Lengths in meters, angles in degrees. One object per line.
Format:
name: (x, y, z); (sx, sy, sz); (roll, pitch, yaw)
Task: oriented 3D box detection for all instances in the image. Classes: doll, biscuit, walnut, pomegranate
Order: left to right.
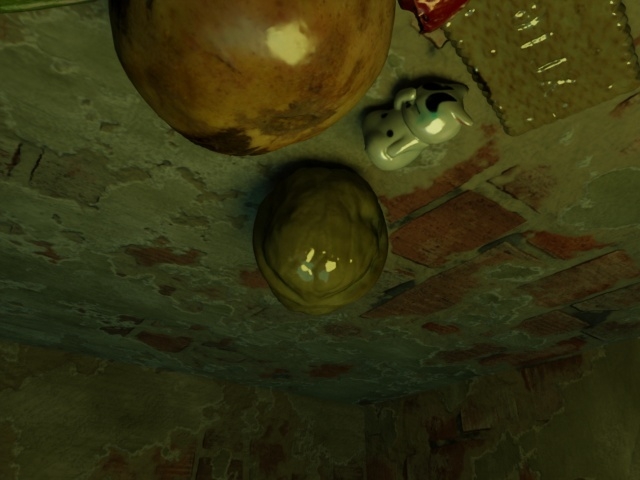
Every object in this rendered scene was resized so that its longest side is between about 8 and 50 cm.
pomegranate: (-0.074, -0.245, 0.552); (0.322, 0.322, 0.322); (0, 149, 0)
walnut: (-0.001, 0.001, 0.981); (0.253, 0.276, 0.282); (23, 154, -24)
doll: (0.151, -0.189, 0.810); (0.107, 0.110, 0.181); (24, 140, -36)
biscuit: (0.318, -0.283, 0.709); (0.217, 0.044, 0.325); (-21, 143, 33)

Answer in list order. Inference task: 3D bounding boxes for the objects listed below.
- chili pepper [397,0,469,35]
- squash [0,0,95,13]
chili pepper: (0.194, -0.338, 0.541); (0.253, 0.136, 0.144); (-28, 143, 13)
squash: (-0.316, -0.332, 0.535); (0.123, 0.170, 0.170); (-5, 152, -20)
